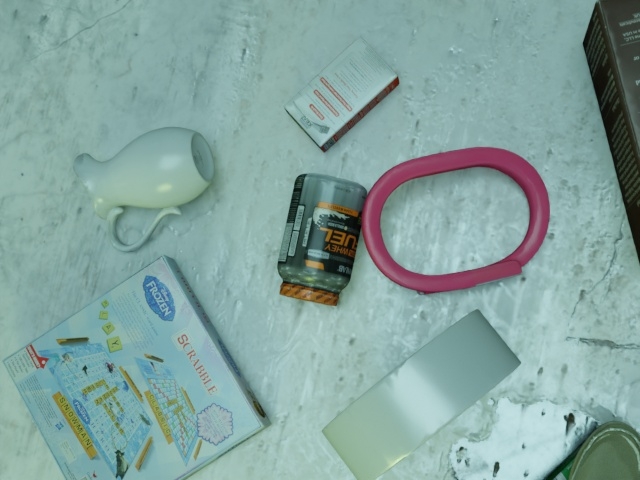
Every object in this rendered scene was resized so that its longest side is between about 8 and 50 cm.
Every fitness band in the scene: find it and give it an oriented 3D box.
[{"bbox_3d":[0.206,-0.031,1.469,0.290,0.054,0.209,-11,85,-6],"label":"fitness band"}]

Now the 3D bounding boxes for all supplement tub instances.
[{"bbox_3d":[0.000,0.000,1.495,0.116,0.117,0.191,10,85,10],"label":"supplement tub"}]

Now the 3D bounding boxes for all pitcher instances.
[{"bbox_3d":[-0.272,-0.082,1.559,0.207,0.125,0.178,-14,101,18],"label":"pitcher"}]

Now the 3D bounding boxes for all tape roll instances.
[{"bbox_3d":[0.142,0.220,1.362,0.286,0.286,0.100,-39,78,3],"label":"tape roll"}]

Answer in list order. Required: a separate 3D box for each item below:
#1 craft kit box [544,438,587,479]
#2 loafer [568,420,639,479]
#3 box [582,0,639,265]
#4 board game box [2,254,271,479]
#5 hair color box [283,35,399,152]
[{"bbox_3d":[0.389,0.457,1.383,0.250,0.061,0.247,-42,81,-10],"label":"craft kit box"},{"bbox_3d":[0.380,0.374,1.330,0.101,0.092,0.269,24,76,6],"label":"loafer"},{"bbox_3d":[0.495,-0.156,1.397,0.143,0.191,0.382,-11,82,8],"label":"box"},{"bbox_3d":[-0.293,0.241,1.537,0.318,0.066,0.319,-32,79,4],"label":"board game box"},{"bbox_3d":[0.034,-0.232,1.551,0.167,0.053,0.093,-42,80,1],"label":"hair color box"}]
